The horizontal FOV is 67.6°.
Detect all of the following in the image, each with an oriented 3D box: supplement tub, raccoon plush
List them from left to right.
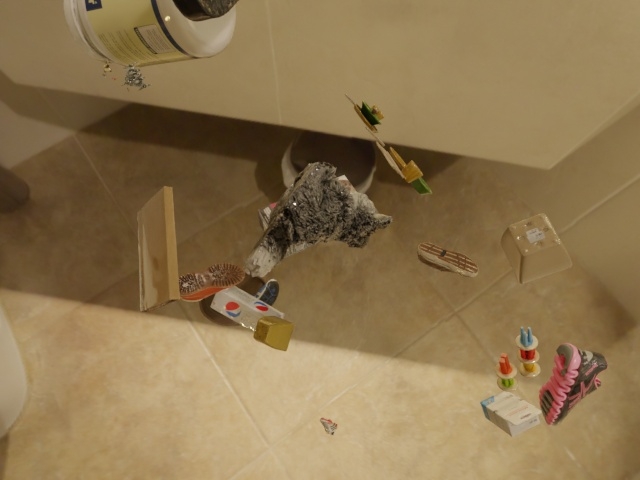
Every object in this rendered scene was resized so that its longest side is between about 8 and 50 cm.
[{"bbox_3d":[-0.385,-0.522,1.084,0.325,0.235,0.235,3,69,26],"label":"supplement tub"},{"bbox_3d":[0.000,0.000,1.323,0.299,0.216,0.446,38,62,-14],"label":"raccoon plush"}]

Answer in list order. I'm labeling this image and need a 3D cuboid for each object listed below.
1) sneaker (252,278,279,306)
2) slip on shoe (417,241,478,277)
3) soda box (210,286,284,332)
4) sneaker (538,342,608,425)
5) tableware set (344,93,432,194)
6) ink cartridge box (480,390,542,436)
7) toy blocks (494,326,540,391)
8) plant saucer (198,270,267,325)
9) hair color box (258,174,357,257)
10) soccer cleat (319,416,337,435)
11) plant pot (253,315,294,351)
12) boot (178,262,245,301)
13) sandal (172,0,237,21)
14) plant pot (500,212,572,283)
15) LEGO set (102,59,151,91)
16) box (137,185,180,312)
[{"bbox_3d":[-0.220,0.216,1.721,0.211,0.080,0.081,-58,48,23],"label":"sneaker"},{"bbox_3d":[0.266,0.048,1.010,0.135,0.041,0.051,23,43,26],"label":"slip on shoe"},{"bbox_3d":[-0.226,0.217,1.482,0.216,0.069,0.073,29,111,6],"label":"soda box"},{"bbox_3d":[0.298,0.175,0.563,0.057,0.119,0.047,5,31,-1],"label":"sneaker"},{"bbox_3d":[0.090,-0.124,0.601,0.024,0.104,0.154,-38,52,18],"label":"tableware set"},{"bbox_3d":[0.590,0.535,1.468,0.104,0.180,0.060,-20,98,-11],"label":"ink cartridge box"},{"bbox_3d":[0.481,0.287,1.175,0.123,0.148,0.054,-28,32,-12],"label":"toy blocks"},{"bbox_3d":[-0.325,0.217,1.838,0.278,0.277,0.041,-14,38,-7],"label":"plant saucer"},{"bbox_3d":[-0.026,-0.086,1.694,0.347,0.105,0.173,-24,60,-16],"label":"hair color box"},{"bbox_3d":[0.021,0.518,1.331,0.029,0.083,0.035,0,57,33],"label":"soccer cleat"},{"bbox_3d":[-0.137,0.253,1.318,0.081,0.083,0.081,14,85,36],"label":"plant pot"},{"bbox_3d":[-0.253,0.100,1.104,0.158,0.084,0.059,-12,65,-16],"label":"boot"},{"bbox_3d":[-0.104,-0.476,0.744,0.107,0.167,0.445,-4,48,21],"label":"sandal"},{"bbox_3d":[0.434,0.007,0.970,0.109,0.096,0.109,-22,56,14],"label":"plant pot"},{"bbox_3d":[-0.350,-0.297,0.866,0.083,0.023,0.054,-2,107,-17],"label":"LEGO set"},{"bbox_3d":[-0.300,0.022,0.875,0.021,0.164,0.201,3,74,-37],"label":"box"}]
